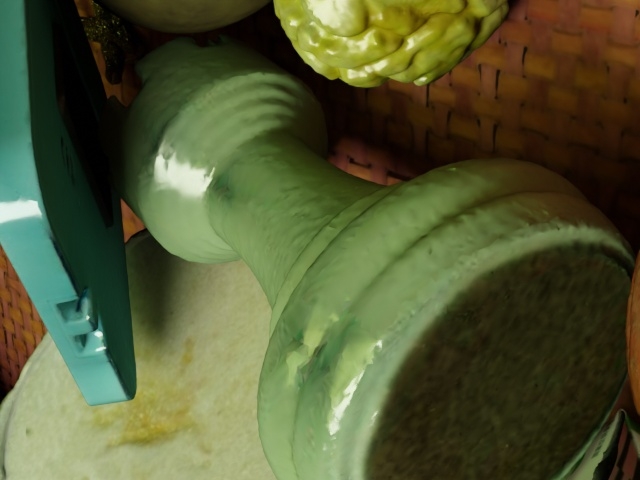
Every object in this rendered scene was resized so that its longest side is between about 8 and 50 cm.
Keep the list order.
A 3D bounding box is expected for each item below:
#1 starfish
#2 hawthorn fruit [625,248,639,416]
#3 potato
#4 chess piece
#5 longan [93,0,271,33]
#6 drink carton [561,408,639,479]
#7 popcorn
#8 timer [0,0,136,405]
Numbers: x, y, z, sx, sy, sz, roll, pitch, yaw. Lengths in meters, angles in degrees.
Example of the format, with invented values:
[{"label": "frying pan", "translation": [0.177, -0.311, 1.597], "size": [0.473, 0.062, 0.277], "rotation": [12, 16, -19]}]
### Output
[{"label": "starfish", "translation": [-0.152, -0.153, 0.905], "size": [0.078, 0.028, 0.091], "rotation": [-9, 99, 42]}, {"label": "hawthorn fruit", "translation": [0.189, 0.021, 0.539], "size": [0.149, 0.149, 0.189], "rotation": [-24, 94, 49]}, {"label": "potato", "translation": [-0.062, 0.153, 0.843], "size": [0.247, 0.196, 0.299], "rotation": [-10, 64, 24]}, {"label": "chess piece", "translation": [0.000, 0.000, 0.676], "size": [0.299, 0.195, 0.194], "rotation": [42, 135, 43]}, {"label": "longan", "translation": [-0.072, -0.202, 0.704], "size": [0.167, 0.167, 0.187], "rotation": [49, 116, 18]}, {"label": "drink carton", "translation": [0.113, 0.219, 0.696], "size": [0.108, 0.161, 0.271], "rotation": [38, 135, 2]}, {"label": "popcorn", "translation": [0.035, -0.134, 0.653], "size": [0.121, 0.116, 0.106], "rotation": [-30, 48, 15]}, {"label": "timer", "translation": [-0.171, -0.048, 0.738], "size": [0.232, 0.091, 0.250], "rotation": [81, 174, -55]}]
